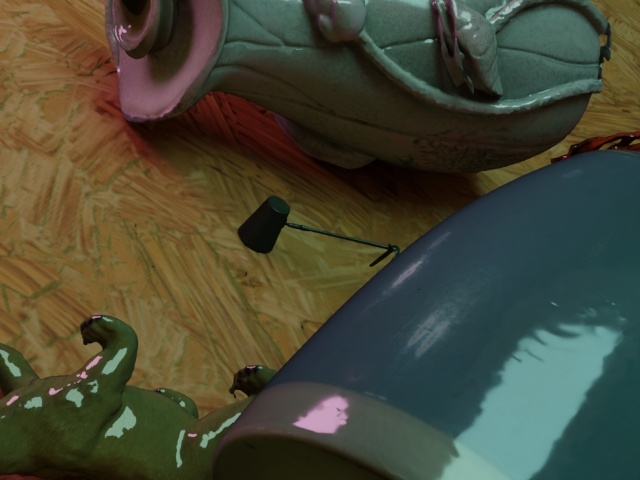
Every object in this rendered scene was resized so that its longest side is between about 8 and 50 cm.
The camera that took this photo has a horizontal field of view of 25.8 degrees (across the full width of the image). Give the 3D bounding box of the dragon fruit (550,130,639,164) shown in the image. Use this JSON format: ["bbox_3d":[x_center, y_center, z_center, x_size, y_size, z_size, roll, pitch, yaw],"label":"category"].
[{"bbox_3d":[0.287,0.064,1.094,0.296,0.295,0.301,27,43,-13],"label":"dragon fruit"}]

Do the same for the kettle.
[{"bbox_3d":[0.111,0.089,0.860,0.247,0.319,0.342,49,57,-13],"label":"kettle"}]

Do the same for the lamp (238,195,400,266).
[{"bbox_3d":[-0.001,-0.001,1.127,0.121,0.054,0.041,26,32,-13],"label":"lamp"}]

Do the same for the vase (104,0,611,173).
[{"bbox_3d":[0.033,-0.179,1.238,0.445,0.250,0.250,2,43,-35],"label":"vase"}]

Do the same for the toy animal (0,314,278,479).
[{"bbox_3d":[-0.132,0.111,0.833,0.219,0.103,0.101,22,57,-28],"label":"toy animal"}]
